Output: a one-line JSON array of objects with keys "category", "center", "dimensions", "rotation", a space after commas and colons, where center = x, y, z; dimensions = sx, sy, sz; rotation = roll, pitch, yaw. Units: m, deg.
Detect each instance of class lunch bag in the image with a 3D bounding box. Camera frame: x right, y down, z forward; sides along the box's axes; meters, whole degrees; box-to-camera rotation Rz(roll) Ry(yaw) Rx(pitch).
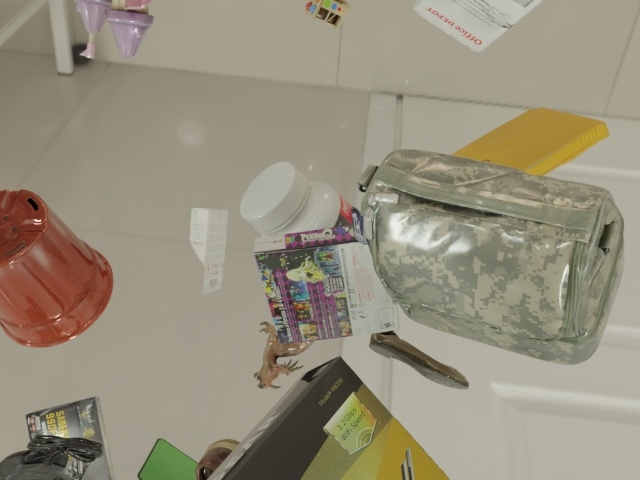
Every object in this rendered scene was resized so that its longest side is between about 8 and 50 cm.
[{"category": "lunch bag", "center": [0.215, 0.004, 0.938], "dimensions": [0.305, 0.213, 0.256], "rotation": [15, 160, 28]}]

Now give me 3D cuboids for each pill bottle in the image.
[{"category": "pill bottle", "center": [0.000, 0.000, 1.399], "dimensions": [0.176, 0.176, 0.318], "rotation": [-28, 129, 27]}]

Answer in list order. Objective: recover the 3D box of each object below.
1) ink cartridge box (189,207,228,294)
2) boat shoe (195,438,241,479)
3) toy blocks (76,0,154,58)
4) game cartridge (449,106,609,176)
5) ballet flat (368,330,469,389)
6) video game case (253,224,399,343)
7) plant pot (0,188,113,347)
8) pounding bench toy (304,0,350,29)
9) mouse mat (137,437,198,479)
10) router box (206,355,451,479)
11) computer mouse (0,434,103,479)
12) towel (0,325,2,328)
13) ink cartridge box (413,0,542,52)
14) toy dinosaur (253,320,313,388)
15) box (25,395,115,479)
[{"category": "ink cartridge box", "center": [-0.304, 0.025, 2.004], "dimensions": [0.056, 0.181, 0.225], "rotation": [7, 93, 9]}, {"category": "boat shoe", "center": [-0.116, 0.506, 1.239], "dimensions": [0.123, 0.123, 0.342], "rotation": [-24, 88, 9]}, {"category": "toy blocks", "center": [-0.183, -0.328, 0.825], "dimensions": [0.309, 0.288, 0.260], "rotation": [-4, 105, -41]}, {"category": "game cartridge", "center": [0.456, -0.203, 1.739], "dimensions": [0.323, 0.285, 0.053], "rotation": [-29, 113, -6]}, {"category": "ballet flat", "center": [0.220, 0.257, 1.623], "dimensions": [0.249, 0.058, 0.084], "rotation": [27, 156, -8]}, {"category": "video game case", "center": [0.016, 0.074, 1.196], "dimensions": [0.210, 0.042, 0.232], "rotation": [-8, 135, 3]}, {"category": "plant pot", "center": [-0.620, 0.048, 1.581], "dimensions": [0.272, 0.272, 0.265], "rotation": [-2, 145, 9]}, {"category": "pounding bench toy", "center": [0.016, -0.446, 1.376], "dimensions": [0.065, 0.052, 0.083], "rotation": [18, 110, -29]}, {"category": "mouse mat", "center": [-0.294, 0.487, 1.534], "dimensions": [0.152, 0.190, 0.007], "rotation": [36, 97, -4]}, {"category": "router box", "center": [-0.008, 0.295, 0.657], "dimensions": [0.243, 0.309, 0.081], "rotation": [48, 143, -3]}, {"category": "computer mouse", "center": [-0.627, 0.491, 1.626], "dimensions": [0.272, 0.072, 0.188], "rotation": [-38, 143, 17]}, {"category": "towel", "center": [-0.766, 0.074, 1.760], "dimensions": [0.034, 0.285, 0.209], "rotation": [-19, 166, 34]}, {"category": "ink cartridge box", "center": [0.314, -0.485, 1.388], "dimensions": [0.172, 0.100, 0.237], "rotation": [28, 150, -16]}, {"category": "toy dinosaur", "center": [-0.093, 0.327, 2.365], "dimensions": [0.295, 0.127, 0.200], "rotation": [-36, 77, 15]}, {"category": "box", "center": [-0.644, 0.539, 1.920], "dimensions": [0.183, 0.231, 0.056], "rotation": [-13, 169, -6]}]
